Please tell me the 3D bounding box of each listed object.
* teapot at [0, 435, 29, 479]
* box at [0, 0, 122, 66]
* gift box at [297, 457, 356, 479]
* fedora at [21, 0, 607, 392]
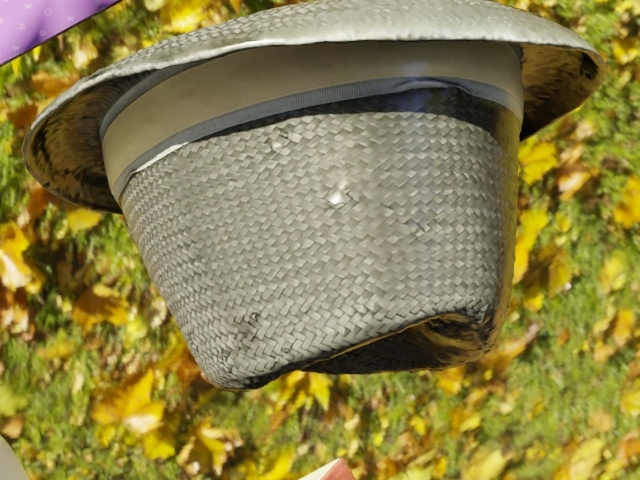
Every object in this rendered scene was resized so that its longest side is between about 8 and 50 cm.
[{"bbox_3d":[-0.282,0.142,0.539,0.256,0.187,0.252,-18,168,2],"label":"teapot"},{"bbox_3d":[-0.200,-0.110,0.515,0.293,0.201,0.057,-37,113,-26],"label":"box"},{"bbox_3d":[-0.073,0.325,0.669,0.258,0.255,0.276,-33,172,20],"label":"gift box"},{"bbox_3d":[0.000,0.000,0.531,0.334,0.152,0.334,-7,169,-1],"label":"fedora"}]
